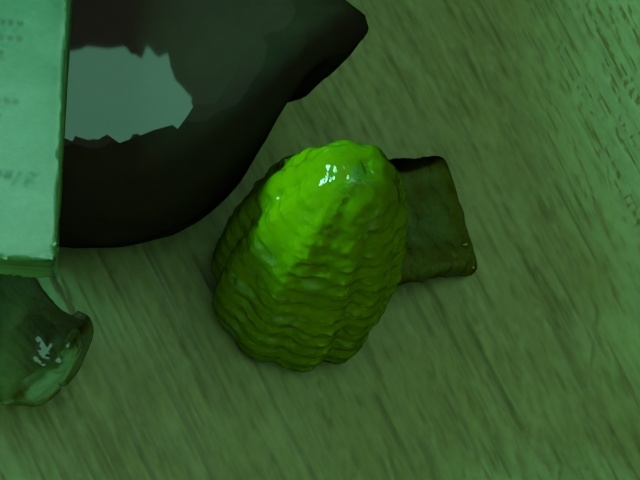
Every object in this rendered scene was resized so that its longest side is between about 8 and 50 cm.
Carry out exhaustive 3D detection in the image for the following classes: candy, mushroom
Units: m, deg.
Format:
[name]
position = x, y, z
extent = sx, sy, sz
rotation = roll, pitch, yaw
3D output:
[candy]
position = 0.000, 0.000, 0.748
extent = 0.106, 0.199, 0.094
rotation = 19, 65, -4
[mushroom]
position = -0.240, 0.009, 0.684
extent = 0.278, 0.099, 0.096
rotation = 21, 70, -29

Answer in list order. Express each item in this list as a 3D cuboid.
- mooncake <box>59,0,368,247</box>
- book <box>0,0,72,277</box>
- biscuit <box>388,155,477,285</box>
[mooncake]
position = -0.131, -0.176, 0.759
extent = 0.326, 0.174, 0.334
rotation = 45, 69, 0
[book]
position = -0.216, -0.130, 0.625
extent = 0.214, 0.025, 0.283
rotation = 5, 77, -10
[biscuit]
position = 0.060, -0.013, 0.853
extent = 0.083, 0.018, 0.081
rotation = -7, 76, -45
